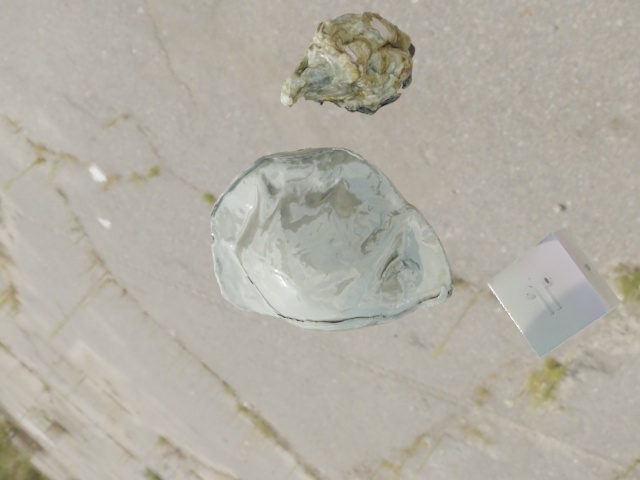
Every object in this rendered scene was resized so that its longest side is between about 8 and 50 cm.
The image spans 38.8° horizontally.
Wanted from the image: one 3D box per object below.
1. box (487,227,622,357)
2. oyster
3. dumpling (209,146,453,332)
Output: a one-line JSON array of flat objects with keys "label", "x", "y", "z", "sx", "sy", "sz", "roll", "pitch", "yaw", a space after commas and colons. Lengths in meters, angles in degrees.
[{"label": "box", "x": 0.324, "y": 0.073, "z": 1.268, "sx": 0.130, "sy": 0.051, "sz": 0.129, "roll": -44, "pitch": 72, "yaw": 35}, {"label": "oyster", "x": 0.038, "y": -0.223, "z": 1.210, "sx": 0.163, "sy": 0.191, "sz": 0.081, "roll": 52, "pitch": -170, "yaw": -34}, {"label": "dumpling", "x": 0.003, "y": 0.000, "z": 1.261, "sx": 0.341, "sy": 0.181, "sz": 0.260, "roll": 8, "pitch": 118, "yaw": 51}]
